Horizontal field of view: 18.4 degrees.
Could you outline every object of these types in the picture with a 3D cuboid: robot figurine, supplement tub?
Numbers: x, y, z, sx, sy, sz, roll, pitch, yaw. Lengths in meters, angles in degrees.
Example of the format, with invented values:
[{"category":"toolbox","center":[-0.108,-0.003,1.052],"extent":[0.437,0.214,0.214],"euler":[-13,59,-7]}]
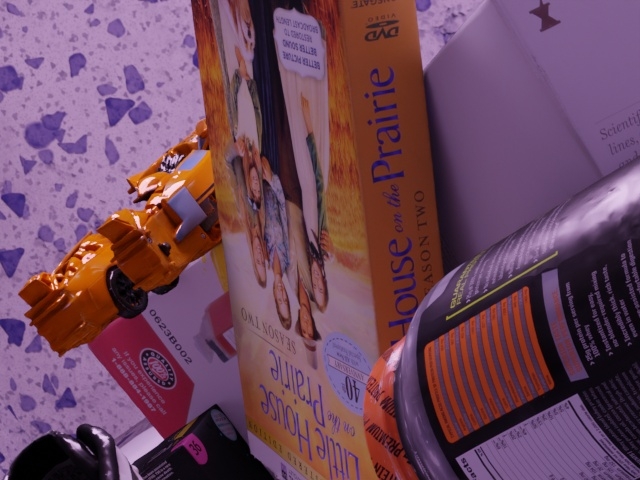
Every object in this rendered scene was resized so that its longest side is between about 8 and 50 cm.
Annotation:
[{"category":"robot figurine","center":[-0.132,-0.019,1.682],"extent":[0.211,0.085,0.291],"euler":[-35,9,30]},{"category":"supplement tub","center":[0.180,0.064,1.127],"extent":[0.316,0.193,0.193],"euler":[-33,6,42]}]

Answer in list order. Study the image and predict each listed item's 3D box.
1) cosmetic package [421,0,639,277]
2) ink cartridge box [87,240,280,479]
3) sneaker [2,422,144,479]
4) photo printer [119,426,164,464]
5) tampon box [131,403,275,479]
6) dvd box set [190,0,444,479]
[{"category":"cosmetic package","center":[0.174,-0.078,1.378],"extent":[0.217,0.156,0.385],"euler":[-26,-6,-19]},{"category":"ink cartridge box","center":[0.015,0.084,1.750],"extent":[0.385,0.279,0.160],"euler":[-34,6,44]},{"category":"sneaker","center":[-0.088,0.210,1.361],"extent":[0.169,0.257,0.447],"euler":[-37,3,5]},{"category":"photo printer","center":[-0.229,0.304,2.007],"extent":[0.307,0.107,0.256],"euler":[-38,4,-24]},{"category":"tampon box","center":[-0.092,0.245,1.716],"extent":[0.101,0.161,0.120],"euler":[-37,4,16]},{"category":"dvd box set","center":[0.000,0.000,1.456],"extent":[0.062,0.420,0.307],"euler":[-12,17,-20]}]
